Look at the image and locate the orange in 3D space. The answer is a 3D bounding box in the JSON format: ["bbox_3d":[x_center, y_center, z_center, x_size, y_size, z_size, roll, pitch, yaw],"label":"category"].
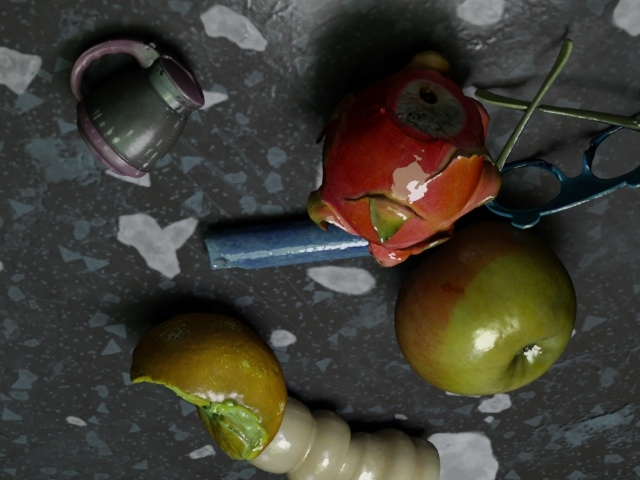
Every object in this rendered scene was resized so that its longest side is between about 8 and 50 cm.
[{"bbox_3d":[-0.139,0.191,1.810,0.237,0.179,0.158,43,85,-26],"label":"orange"}]

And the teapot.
[{"bbox_3d":[-0.215,-0.166,1.549,0.146,0.148,0.116,-38,161,13],"label":"teapot"}]

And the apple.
[{"bbox_3d":[0.217,0.095,1.715,0.261,0.194,0.261,-25,148,-17],"label":"apple"}]

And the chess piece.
[{"bbox_3d":[0.016,0.328,1.970,0.300,0.167,0.167,25,126,-20],"label":"chess piece"}]

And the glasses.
[{"bbox_3d":[0.295,-0.145,1.624,0.239,0.102,0.207,-18,103,13],"label":"glasses"}]

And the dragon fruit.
[{"bbox_3d":[0.099,-0.091,1.548,0.224,0.224,0.227,15,146,-17],"label":"dragon fruit"}]

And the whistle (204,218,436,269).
[{"bbox_3d":[0.000,0.000,1.728,0.304,0.062,0.062,-6,132,2],"label":"whistle"}]
